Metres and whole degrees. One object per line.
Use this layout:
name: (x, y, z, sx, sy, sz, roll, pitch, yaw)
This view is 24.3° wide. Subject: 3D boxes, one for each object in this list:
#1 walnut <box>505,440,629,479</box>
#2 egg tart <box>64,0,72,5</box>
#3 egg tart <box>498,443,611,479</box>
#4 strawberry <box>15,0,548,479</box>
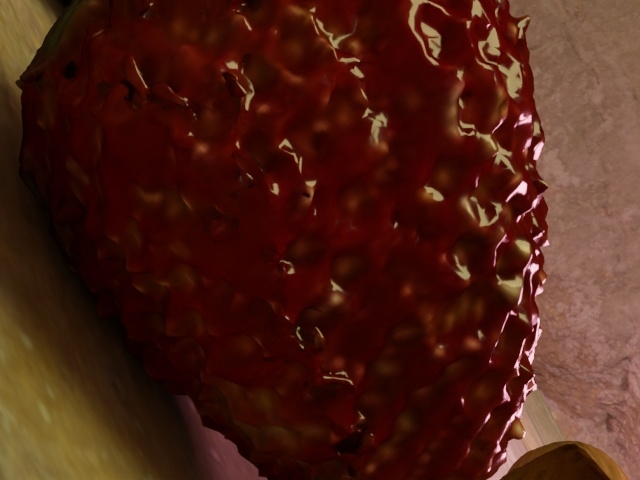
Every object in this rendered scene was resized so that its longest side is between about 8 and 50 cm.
walnut: (0.253, 0.299, 1.468, 0.165, 0.165, 0.197, 50, 21, -47)
egg tart: (-0.166, -0.219, 1.082, 0.191, 0.074, 0.191, 57, 8, -12)
egg tart: (0.196, 0.260, 1.203, 0.202, 0.147, 0.202, 48, 4, -4)
strawberry: (-0.002, 0.001, 0.756, 0.292, 0.292, 0.343, -44, 115, -81)
